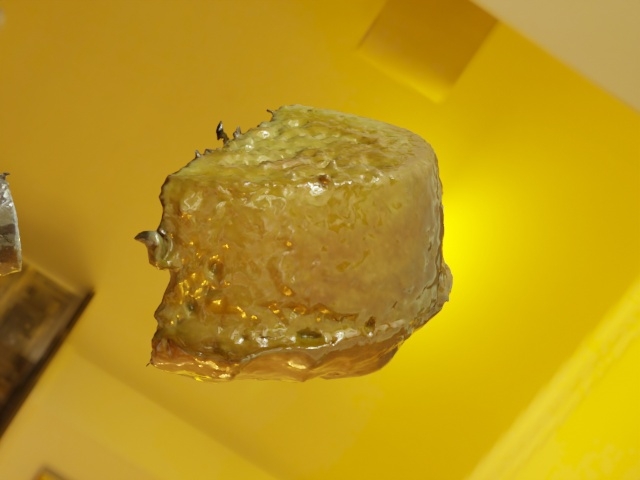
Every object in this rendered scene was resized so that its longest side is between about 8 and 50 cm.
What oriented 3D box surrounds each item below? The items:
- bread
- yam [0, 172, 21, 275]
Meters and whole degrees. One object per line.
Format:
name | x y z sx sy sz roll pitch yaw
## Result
bread | 0.000 0.000 0.745 0.229 0.139 0.143 -43 134 -64
yam | -0.272 -0.006 0.877 0.079 0.141 0.079 174 -90 -72
